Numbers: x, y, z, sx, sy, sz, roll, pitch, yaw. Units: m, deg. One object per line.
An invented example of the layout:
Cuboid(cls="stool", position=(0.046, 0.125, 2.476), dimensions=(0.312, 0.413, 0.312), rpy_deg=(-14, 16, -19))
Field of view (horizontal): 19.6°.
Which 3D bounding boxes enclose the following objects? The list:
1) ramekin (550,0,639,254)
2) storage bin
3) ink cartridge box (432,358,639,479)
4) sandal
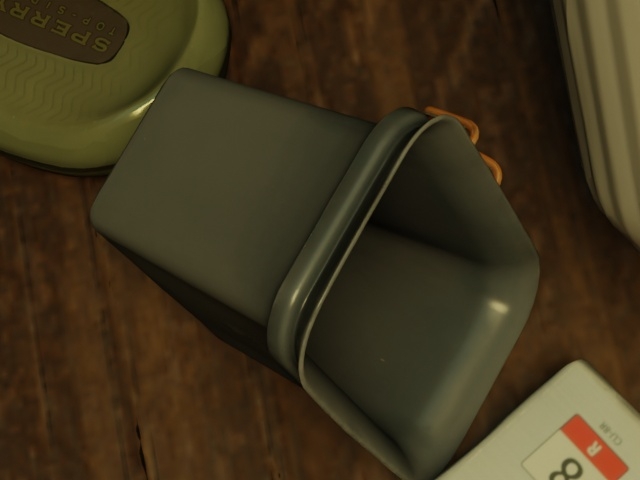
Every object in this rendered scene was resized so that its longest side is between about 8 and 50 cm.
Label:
Cuboid(cls="ramekin", position=(0.185, -0.063, 0.476), dimensions=(0.272, 0.273, 0.127), rpy_deg=(0, 108, 11))
Cuboid(cls="storage bin", position=(0.000, 0.000, 0.556), dimensions=(0.091, 0.135, 0.098), rpy_deg=(24, 78, 27))
Cuboid(cls="ink cartridge box", position=(0.059, 0.145, 0.540), dimensions=(0.179, 0.045, 0.145), rpy_deg=(-40, 69, -6))
Cuboid(cls="sandal", position=(-0.172, -0.115, 0.643), dimensions=(0.302, 0.086, 0.120), rpy_deg=(18, 76, 15))
